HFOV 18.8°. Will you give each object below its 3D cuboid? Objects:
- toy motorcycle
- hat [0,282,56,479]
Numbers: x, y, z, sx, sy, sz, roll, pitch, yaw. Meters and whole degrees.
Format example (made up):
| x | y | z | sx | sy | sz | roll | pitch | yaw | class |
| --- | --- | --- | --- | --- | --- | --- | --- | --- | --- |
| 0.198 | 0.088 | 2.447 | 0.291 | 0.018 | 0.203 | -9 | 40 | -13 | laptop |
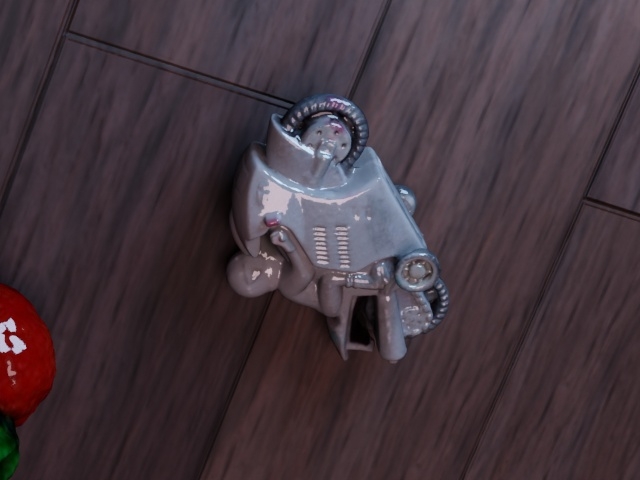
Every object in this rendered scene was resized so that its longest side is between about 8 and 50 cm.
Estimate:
| x | y | z | sx | sy | sz | roll | pitch | yaw | class |
| --- | --- | --- | --- | --- | --- | --- | --- | --- | --- |
| 0.000 | 0.000 | 1.606 | 0.171 | 0.110 | 0.260 | -23 | 125 | 7 | toy motorcycle |
| -0.329 | 0.173 | 1.491 | 0.332 | 0.274 | 0.242 | -47 | 136 | -31 | hat |
